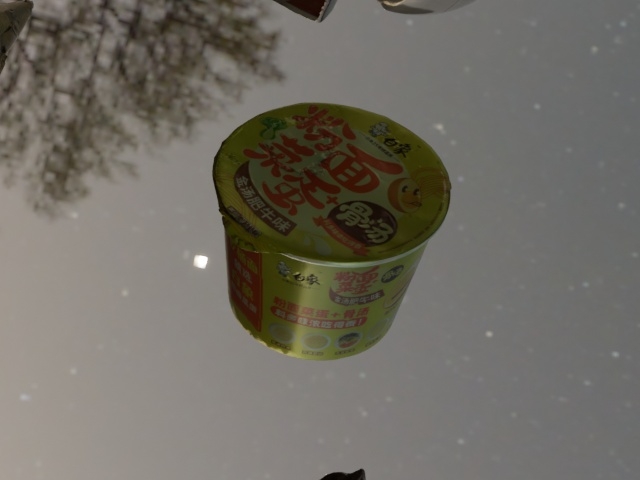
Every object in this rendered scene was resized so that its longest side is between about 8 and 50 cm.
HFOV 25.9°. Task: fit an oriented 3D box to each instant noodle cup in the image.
[{"bbox_3d":[0.000,0.000,1.802,0.311,0.311,0.221,-106,-161,-44],"label":"instant noodle cup"}]

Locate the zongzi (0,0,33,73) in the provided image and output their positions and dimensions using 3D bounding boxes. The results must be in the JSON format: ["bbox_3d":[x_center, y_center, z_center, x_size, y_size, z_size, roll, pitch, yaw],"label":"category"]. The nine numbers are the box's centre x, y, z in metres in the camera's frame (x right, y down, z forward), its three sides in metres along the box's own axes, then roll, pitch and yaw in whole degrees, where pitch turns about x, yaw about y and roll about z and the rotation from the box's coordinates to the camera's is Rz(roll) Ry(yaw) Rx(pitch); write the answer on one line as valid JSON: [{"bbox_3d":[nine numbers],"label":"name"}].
[{"bbox_3d":[-0.475,-0.264,1.758,0.099,0.195,0.197,103,3,-46],"label":"zongzi"}]

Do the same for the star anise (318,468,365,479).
[{"bbox_3d":[0.014,0.301,1.235,0.081,0.262,0.230,25,-72,49],"label":"star anise"}]

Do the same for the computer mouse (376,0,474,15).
[{"bbox_3d":[0.153,-0.326,1.262,0.296,0.121,0.184,-61,-169,-15],"label":"computer mouse"}]

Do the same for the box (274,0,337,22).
[{"bbox_3d":[-0.015,-0.287,1.254,0.036,0.115,0.177,-59,180,-36],"label":"box"}]
